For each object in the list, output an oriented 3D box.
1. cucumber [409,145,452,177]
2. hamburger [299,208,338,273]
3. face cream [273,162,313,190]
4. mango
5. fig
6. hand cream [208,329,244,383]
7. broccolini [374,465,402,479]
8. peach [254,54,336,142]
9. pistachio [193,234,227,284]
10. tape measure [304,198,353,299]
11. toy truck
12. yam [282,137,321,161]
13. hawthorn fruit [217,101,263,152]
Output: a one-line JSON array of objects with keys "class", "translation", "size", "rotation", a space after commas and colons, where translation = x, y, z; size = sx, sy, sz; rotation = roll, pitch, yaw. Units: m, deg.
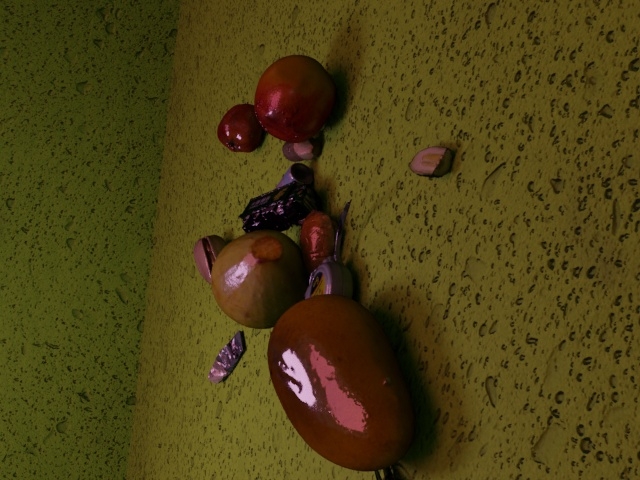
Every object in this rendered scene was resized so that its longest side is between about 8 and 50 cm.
[{"class": "cucumber", "translation": [0.221, -0.153, 1.439], "size": [0.067, 0.035, 0.107], "rotation": [-63, 25, -2]}, {"class": "hamburger", "translation": [0.003, -0.006, 1.792], "size": [0.102, 0.087, 0.176], "rotation": [148, 128, -60]}, {"class": "face cream", "translation": [-0.100, -0.128, 2.060], "size": [0.229, 0.075, 0.075], "rotation": [130, 141, -49]}, {"class": "mango", "translation": [0.049, 0.288, 1.473], "size": [0.445, 0.220, 0.301], "rotation": [37, 111, 51]}, {"class": "fig", "translation": [-0.150, 0.092, 1.867], "size": [0.326, 0.258, 0.258], "rotation": [125, 145, -65]}, {"class": "hand cream", "translation": [-0.305, 0.396, 2.379], "size": [0.075, 0.052, 0.248], "rotation": [56, 130, 24]}, {"class": "broccolini", "translation": [0.125, 0.456, 1.424], "size": [0.201, 0.074, 0.058], "rotation": [-114, 23, -52]}, {"class": "peach", "translation": [-0.067, -0.372, 1.904], "size": [0.231, 0.231, 0.231], "rotation": [-30, 55, 59]}, {"class": "pistachio", "translation": [-0.374, 0.066, 2.528], "size": [0.152, 0.126, 0.223], "rotation": [75, 172, -46]}, {"class": "tape measure", "translation": [0.053, 0.059, 1.666], "size": [0.330, 0.084, 0.164], "rotation": [-64, 33, 36]}, {"class": "toy truck", "translation": [-0.108, -0.081, 1.960], "size": [0.259, 0.088, 0.121], "rotation": [-17, 33, 42]}, {"class": "yam", "translation": [-0.055, -0.255, 2.010], "size": [0.146, 0.070, 0.069], "rotation": [-173, 91, -66]}, {"class": "hawthorn fruit", "translation": [-0.253, -0.396, 2.409], "size": [0.163, 0.163, 0.203], "rotation": [-21, 46, 62]}]
